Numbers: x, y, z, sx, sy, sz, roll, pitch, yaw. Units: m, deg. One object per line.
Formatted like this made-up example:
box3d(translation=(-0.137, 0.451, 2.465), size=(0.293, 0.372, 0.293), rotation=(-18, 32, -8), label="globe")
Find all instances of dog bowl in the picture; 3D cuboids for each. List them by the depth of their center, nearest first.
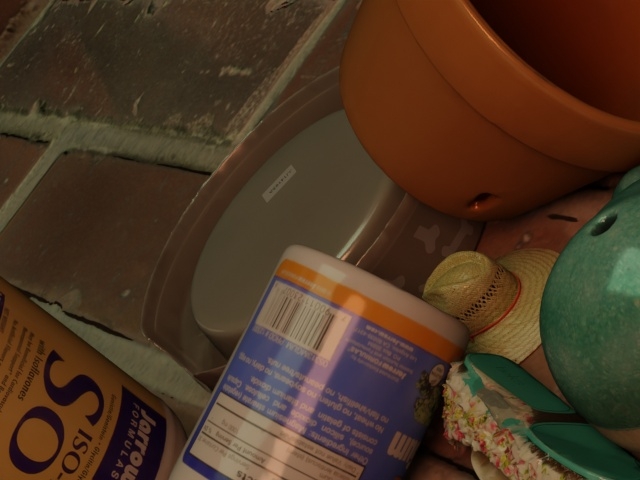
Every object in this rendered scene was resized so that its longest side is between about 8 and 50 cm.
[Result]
box3d(translation=(0.000, 0.000, 1.505), size=(0.349, 0.102, 0.348), rotation=(-36, 28, 23), label="dog bowl")

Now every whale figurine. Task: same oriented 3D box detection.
box3d(translation=(0.220, 0.007, 1.110), size=(0.216, 0.141, 0.272), rotation=(-32, 26, 28), label="whale figurine")

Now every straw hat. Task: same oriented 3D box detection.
box3d(translation=(0.115, 0.041, 1.318), size=(0.144, 0.061, 0.144), rotation=(-36, 29, 24), label="straw hat")

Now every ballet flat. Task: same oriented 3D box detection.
box3d(translation=(0.145, 0.145, 1.131), size=(0.241, 0.091, 0.077), rotation=(-134, 55, -68), label="ballet flat")

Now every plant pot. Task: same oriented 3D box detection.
box3d(translation=(0.146, -0.148, 1.313), size=(0.203, 0.291, 0.291), rotation=(-45, 21, 46), label="plant pot")

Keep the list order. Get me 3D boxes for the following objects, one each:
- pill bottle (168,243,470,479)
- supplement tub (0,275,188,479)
box3d(translation=(-0.016, 0.152, 1.244), size=(0.272, 0.152, 0.152), rotation=(-64, 27, -3), label="pill bottle")
box3d(translation=(-0.257, 0.179, 1.394), size=(0.241, 0.331, 0.241), rotation=(-37, 28, 24), label="supplement tub")
